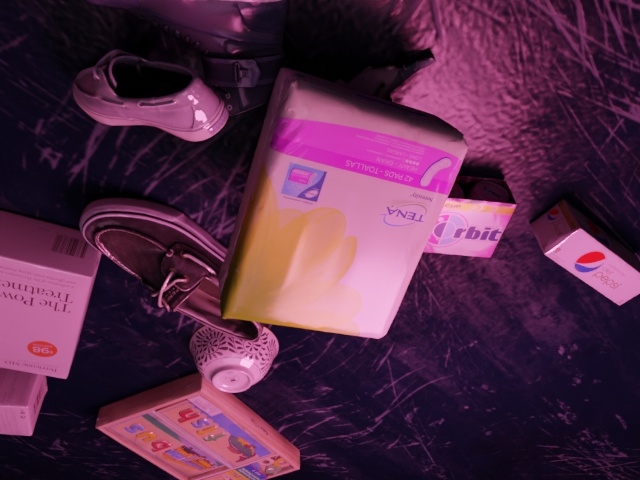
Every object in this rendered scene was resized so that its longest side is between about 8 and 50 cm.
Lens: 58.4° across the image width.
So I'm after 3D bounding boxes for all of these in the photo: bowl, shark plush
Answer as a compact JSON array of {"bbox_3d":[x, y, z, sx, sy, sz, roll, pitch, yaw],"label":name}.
[{"bbox_3d":[-0.162,0.231,1.073,0.170,0.080,0.170,-3,133,-3],"label":"bowl"},{"bbox_3d":[0.069,-0.194,0.737,0.161,0.073,0.067,-42,146,5],"label":"shark plush"}]

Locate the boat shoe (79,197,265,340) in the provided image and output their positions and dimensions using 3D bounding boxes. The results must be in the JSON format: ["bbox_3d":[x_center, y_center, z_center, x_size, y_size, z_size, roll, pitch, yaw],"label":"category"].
[{"bbox_3d":[-0.206,0.050,0.874,0.335,0.119,0.121,29,125,-28],"label":"boat shoe"}]

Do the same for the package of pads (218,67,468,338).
[{"bbox_3d":[0.022,-0.029,0.695,0.229,0.101,0.297,12,114,-20],"label":"package of pads"}]

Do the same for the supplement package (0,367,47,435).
[{"bbox_3d":[-0.623,0.289,1.073,0.179,0.105,0.105,9,132,-12],"label":"supplement package"}]

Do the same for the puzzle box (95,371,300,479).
[{"bbox_3d":[-0.260,0.449,1.287,0.272,0.052,0.409,-23,131,17],"label":"puzzle box"}]

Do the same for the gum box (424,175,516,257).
[{"bbox_3d":[0.179,-0.040,0.859,0.188,0.062,0.107,5,132,-9],"label":"gum box"}]

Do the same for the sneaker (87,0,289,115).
[{"bbox_3d":[-0.148,-0.223,0.649,0.226,0.086,0.163,2,131,-6],"label":"sneaker"}]

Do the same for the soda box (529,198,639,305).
[{"bbox_3d":[0.441,0.022,0.929,0.216,0.074,0.069,28,125,-27],"label":"soda box"}]

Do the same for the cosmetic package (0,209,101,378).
[{"bbox_3d":[-0.557,0.070,0.886,0.377,0.097,0.284,16,132,-18],"label":"cosmetic package"}]

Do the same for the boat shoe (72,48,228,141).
[{"bbox_3d":[-0.204,-0.174,0.637,0.227,0.079,0.081,18,156,28],"label":"boat shoe"}]
